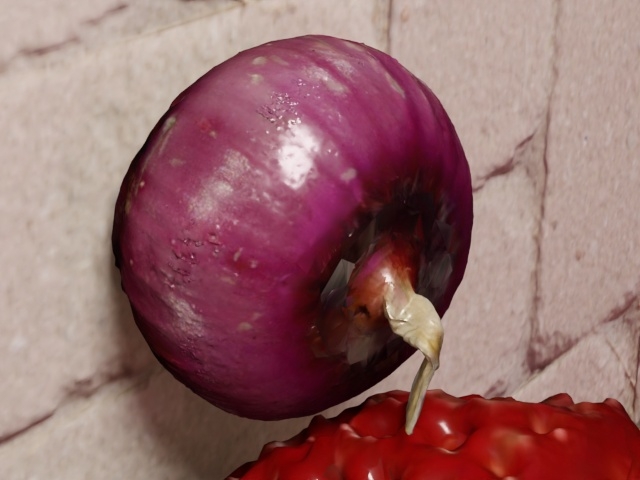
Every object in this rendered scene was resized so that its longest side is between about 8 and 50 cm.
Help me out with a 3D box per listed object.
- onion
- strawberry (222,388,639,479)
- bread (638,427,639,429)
[{"bbox_3d":[-0.007,-0.005,0.684,0.177,0.153,0.177,2,87,-44],"label":"onion"},{"bbox_3d":[0.056,0.218,0.665,0.345,0.317,0.295,-105,-160,-83],"label":"strawberry"},{"bbox_3d":[0.279,0.208,1.170,0.190,0.132,0.114,6,100,-50],"label":"bread"}]
